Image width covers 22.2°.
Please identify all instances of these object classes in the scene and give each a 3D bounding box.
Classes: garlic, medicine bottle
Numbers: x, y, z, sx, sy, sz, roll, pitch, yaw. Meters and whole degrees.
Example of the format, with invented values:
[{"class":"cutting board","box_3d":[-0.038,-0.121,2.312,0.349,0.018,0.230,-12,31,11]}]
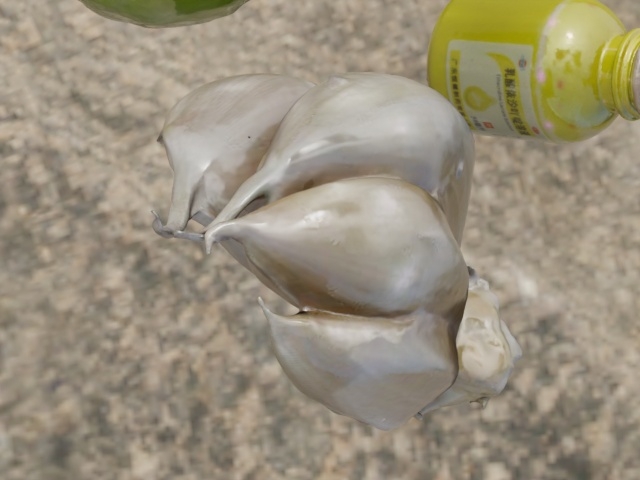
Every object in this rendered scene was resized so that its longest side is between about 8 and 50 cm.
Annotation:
[{"class":"garlic","box_3d":[0.000,0.000,1.034,0.292,0.210,0.237,44,49,-44]},{"class":"medicine bottle","box_3d":[0.202,-0.137,1.305,0.122,0.212,0.122,-16,110,-50]}]

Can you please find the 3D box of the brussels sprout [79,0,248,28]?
[{"class":"brussels sprout","box_3d":[-0.070,-0.293,1.094,0.243,0.274,0.316,31,57,-35]}]
